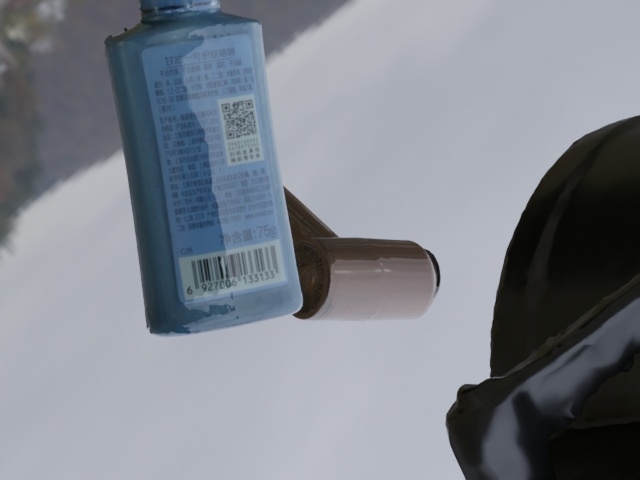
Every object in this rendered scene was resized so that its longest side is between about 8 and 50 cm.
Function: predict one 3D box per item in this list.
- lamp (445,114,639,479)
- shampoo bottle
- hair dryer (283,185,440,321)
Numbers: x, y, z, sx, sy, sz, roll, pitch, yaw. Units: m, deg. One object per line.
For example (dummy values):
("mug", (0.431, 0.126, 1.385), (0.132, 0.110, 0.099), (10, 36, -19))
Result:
("lamp", (0.207, 0.040, 0.612), (0.272, 0.205, 0.374), (-14, -170, 28))
("shampoo bottle", (-0.077, -0.074, 1.194), (0.103, 0.259, 0.061), (-10, -174, -21))
("hair dryer", (0.000, 0.000, 1.457), (0.181, 0.117, 0.064), (43, -58, 44))
